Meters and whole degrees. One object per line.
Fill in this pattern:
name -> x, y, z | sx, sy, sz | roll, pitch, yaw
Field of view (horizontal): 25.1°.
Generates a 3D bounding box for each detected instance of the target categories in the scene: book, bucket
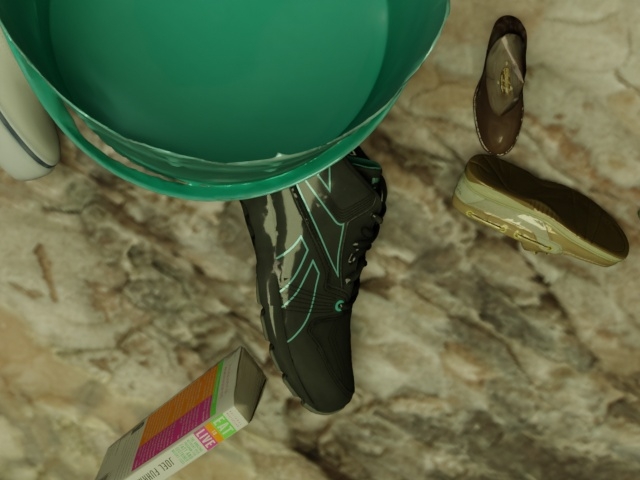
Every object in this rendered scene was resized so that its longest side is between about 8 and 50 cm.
book -> -0.111, 0.149, 1.089 | 0.144, 0.096, 0.035 | -35, 103, 15
bucket -> -0.060, -0.161, 0.893 | 0.281, 0.183, 0.281 | 0, 84, -4

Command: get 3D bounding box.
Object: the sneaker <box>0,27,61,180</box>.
sneaker -> -0.223, -0.168, 0.994 | 0.091, 0.094, 0.258 | -16, 107, 11

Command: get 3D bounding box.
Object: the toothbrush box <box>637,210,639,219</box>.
toothbrush box -> 0.338, 0.105, 0.982 | 0.122, 0.206, 0.283 | -23, 104, 11

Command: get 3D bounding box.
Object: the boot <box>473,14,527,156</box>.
boot -> 0.124, -0.096, 0.979 | 0.037, 0.114, 0.106 | 1, 108, 4

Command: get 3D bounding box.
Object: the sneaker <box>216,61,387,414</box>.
sneaker -> 0.000, 0.000, 1.030 | 0.106, 0.101, 0.267 | -11, 107, 6

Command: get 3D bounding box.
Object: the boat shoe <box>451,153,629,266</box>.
boat shoe -> 0.159, -0.015, 1.043 | 0.135, 0.050, 0.045 | 28, 132, -5
